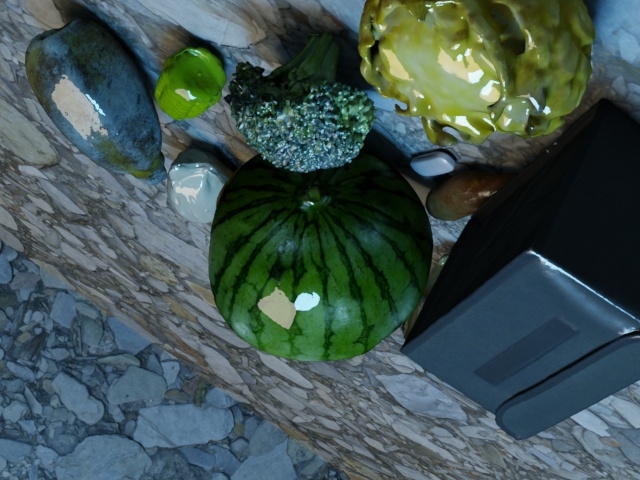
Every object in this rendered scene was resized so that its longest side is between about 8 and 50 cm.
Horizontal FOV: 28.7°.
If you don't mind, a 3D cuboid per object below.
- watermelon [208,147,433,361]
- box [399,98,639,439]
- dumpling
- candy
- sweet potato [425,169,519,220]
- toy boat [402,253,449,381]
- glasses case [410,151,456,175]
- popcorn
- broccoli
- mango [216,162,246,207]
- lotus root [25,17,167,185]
[{"bbox_3d":[0.000,0.000,1.726,0.330,0.331,0.189,28,170,11],"label":"watermelon"},{"bbox_3d":[0.287,0.044,1.484,0.204,0.251,0.345,35,147,-5],"label":"box"},{"bbox_3d":[-0.200,-0.094,2.148,0.136,0.118,0.199,5,166,8],"label":"dumpling"},{"bbox_3d":[-0.204,-0.227,1.873,0.096,0.097,0.209,36,165,-11],"label":"candy"},{"bbox_3d":[0.207,-0.062,1.712,0.078,0.058,0.255,24,162,-27],"label":"sweet potato"},{"bbox_3d":[0.228,0.143,2.057,0.162,0.136,0.445,36,165,10],"label":"toy boat"},{"bbox_3d":[0.155,-0.106,1.730,0.032,0.021,0.083,37,159,-22],"label":"glasses case"},{"bbox_3d":[0.158,-0.198,1.288,0.250,0.190,0.250,33,165,10],"label":"popcorn"},{"bbox_3d":[-0.024,-0.176,1.614,0.197,0.176,0.226,14,149,0],"label":"broccoli"},{"bbox_3d":[-0.014,-0.013,1.980,0.317,0.173,0.211,28,161,-9],"label":"mango"},{"bbox_3d":[-0.336,-0.201,1.977,0.322,0.158,0.140,57,180,-29],"label":"lotus root"}]
